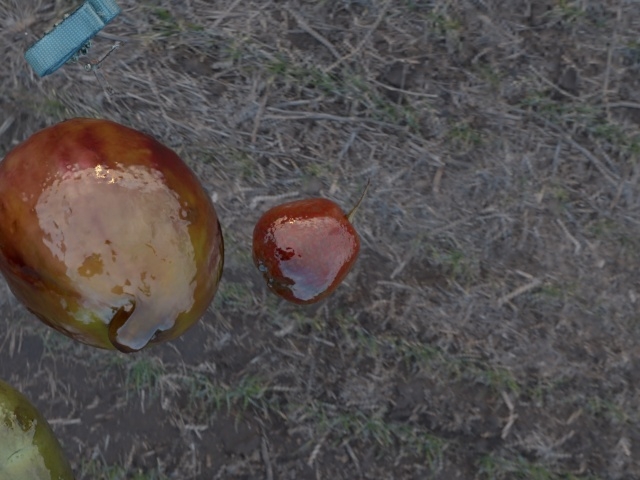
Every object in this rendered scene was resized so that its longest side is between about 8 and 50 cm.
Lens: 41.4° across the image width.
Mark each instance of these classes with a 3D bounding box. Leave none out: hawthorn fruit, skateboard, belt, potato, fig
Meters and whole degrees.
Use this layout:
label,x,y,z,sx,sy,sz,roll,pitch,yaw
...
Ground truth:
label,x,y,z,sx,sy,sz,roll,pitch,yaw
hawthorn fruit,0.000,0.000,1.258,0.203,0.162,0.163,-29,111,-16
skateboard,-0.329,-0.274,1.337,0.064,0.083,0.032,56,41,-2
belt,-0.360,-0.312,1.260,0.179,0.100,0.065,-26,109,29
potato,-0.536,0.384,1.396,0.219,0.269,0.359,-43,139,-45
fig,-0.207,0.001,0.843,0.224,0.263,0.224,-44,149,-35
